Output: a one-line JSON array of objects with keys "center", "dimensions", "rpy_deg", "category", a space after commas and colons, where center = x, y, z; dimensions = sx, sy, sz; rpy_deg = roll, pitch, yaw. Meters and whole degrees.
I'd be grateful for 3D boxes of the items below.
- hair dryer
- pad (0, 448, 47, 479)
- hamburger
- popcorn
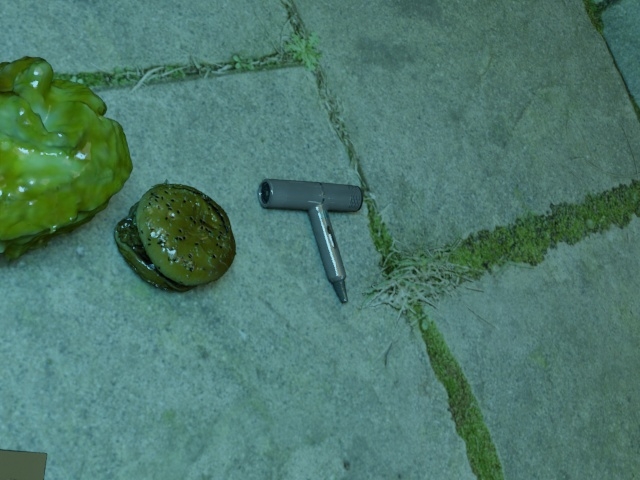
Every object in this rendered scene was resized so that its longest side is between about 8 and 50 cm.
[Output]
[{"center": [-0.010, 0.003, 1.413], "dimensions": [0.195, 0.054, 0.220], "rpy_deg": [3, 77, -32], "category": "hair dryer"}, {"center": [-0.424, 0.361, 1.018], "dimensions": [0.127, 0.004, 0.190], "rpy_deg": [14, 64, -29], "category": "pad"}, {"center": [-0.220, -0.014, 1.232], "dimensions": [0.177, 0.113, 0.185], "rpy_deg": [-1, 73, -33], "category": "hamburger"}, {"center": [-0.408, -0.103, 1.054], "dimensions": [0.282, 0.282, 0.247], "rpy_deg": [-43, 110, -37], "category": "popcorn"}]
